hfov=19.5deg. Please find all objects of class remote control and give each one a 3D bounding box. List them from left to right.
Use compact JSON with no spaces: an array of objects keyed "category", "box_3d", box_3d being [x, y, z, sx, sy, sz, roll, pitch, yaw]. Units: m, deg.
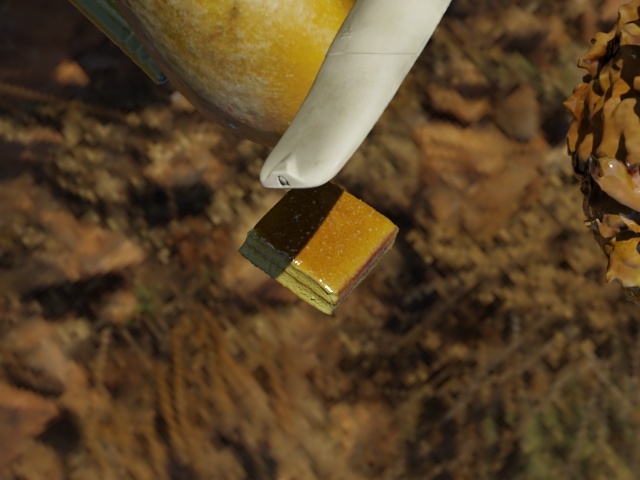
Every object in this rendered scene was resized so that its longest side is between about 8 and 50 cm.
[{"category":"remote control","box_3d":[0.029,-0.128,1.274,0.044,0.073,0.229,51,60,-33]}]

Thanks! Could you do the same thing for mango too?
[{"category":"mango","box_3d":[-0.084,-0.197,1.390,0.146,0.316,0.193,-45,-177,-17]}]

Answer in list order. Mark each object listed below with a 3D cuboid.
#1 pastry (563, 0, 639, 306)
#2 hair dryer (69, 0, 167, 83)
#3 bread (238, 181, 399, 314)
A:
[{"category":"pastry","box_3d":[0.333,-0.069,1.164,0.292,0.337,0.405,152,-42,-78]},{"category":"hair dryer","box_3d":[-0.217,-0.251,1.601,0.135,0.279,0.090,-50,-171,-26]},{"category":"bread","box_3d":[0.000,0.000,1.443,0.094,0.090,0.035,-47,168,-39]}]
